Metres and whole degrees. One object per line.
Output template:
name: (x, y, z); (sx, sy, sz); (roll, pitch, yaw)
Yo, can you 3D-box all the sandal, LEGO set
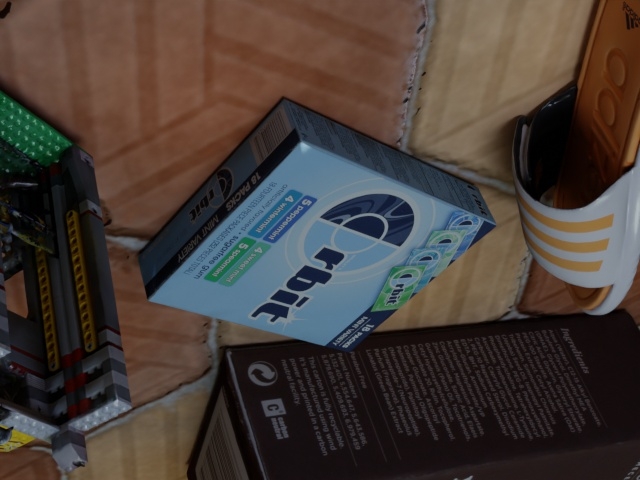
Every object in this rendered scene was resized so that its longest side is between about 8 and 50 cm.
sandal: (0.158, -0.059, 0.673); (0.076, 0.102, 0.265); (-11, 134, -10)
LEGO set: (-0.244, 0.025, 0.484); (0.255, 0.192, 0.331); (-23, 145, 10)

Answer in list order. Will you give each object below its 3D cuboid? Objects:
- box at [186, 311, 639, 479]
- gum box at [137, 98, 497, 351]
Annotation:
box: (0.096, 0.180, 0.906); (0.381, 0.143, 0.191); (-5, 140, -23)
gum box: (0.000, 0.000, 0.710); (0.184, 0.041, 0.157); (19, 128, -40)
